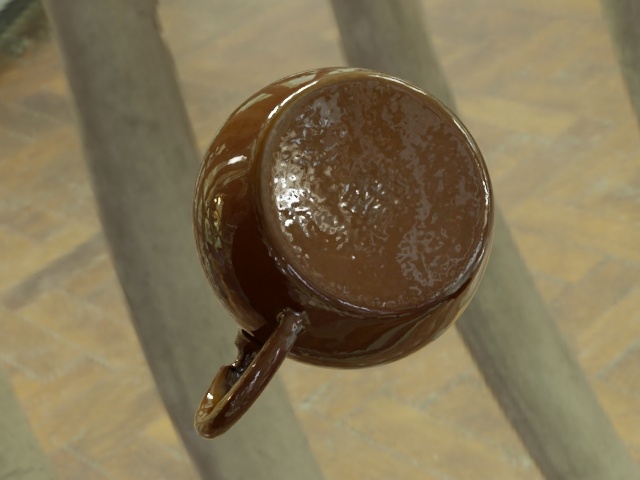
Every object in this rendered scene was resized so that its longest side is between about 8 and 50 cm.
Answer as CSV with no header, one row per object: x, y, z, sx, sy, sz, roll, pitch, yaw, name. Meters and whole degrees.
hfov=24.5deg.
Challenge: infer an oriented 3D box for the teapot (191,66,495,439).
0.000,0.000,0.546,0.116,0.116,0.173,11,61,39,teapot
